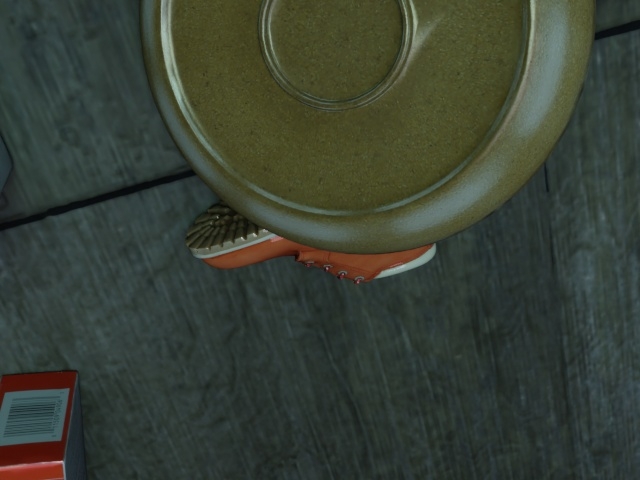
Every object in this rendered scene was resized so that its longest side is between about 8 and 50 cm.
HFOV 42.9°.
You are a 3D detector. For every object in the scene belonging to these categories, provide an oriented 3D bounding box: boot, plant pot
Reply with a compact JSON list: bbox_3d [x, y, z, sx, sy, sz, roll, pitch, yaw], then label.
[{"bbox_3d":[0.000,0.000,0.503,0.158,0.059,0.084,-16,123,-6],"label":"boot"},{"bbox_3d":[0.010,-0.103,0.398,0.237,0.032,0.236,5,105,18],"label":"plant pot"}]

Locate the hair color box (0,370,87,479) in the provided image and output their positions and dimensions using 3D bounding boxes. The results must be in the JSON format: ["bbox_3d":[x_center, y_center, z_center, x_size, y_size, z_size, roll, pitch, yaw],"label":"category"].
[{"bbox_3d":[-0.182,0.180,0.531,0.054,0.093,0.167,-3,116,-10],"label":"hair color box"}]

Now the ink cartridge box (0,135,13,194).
[{"bbox_3d":[-0.288,-0.045,0.349,0.233,0.171,0.168,-17,118,-4],"label":"ink cartridge box"}]
